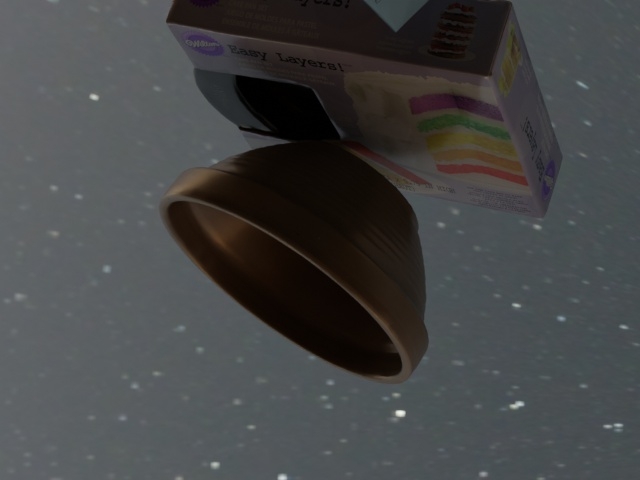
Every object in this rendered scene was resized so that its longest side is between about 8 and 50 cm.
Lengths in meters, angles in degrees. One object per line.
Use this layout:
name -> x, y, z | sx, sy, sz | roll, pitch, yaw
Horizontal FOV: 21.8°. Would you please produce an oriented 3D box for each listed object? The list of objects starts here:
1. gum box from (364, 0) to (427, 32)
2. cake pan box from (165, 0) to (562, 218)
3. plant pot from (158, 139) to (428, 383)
gum box -> 0.066, -0.243, 1.048 | 0.184, 0.157, 0.041 | -44, -132, 8
cake pan box -> 0.036, -0.115, 1.263 | 0.266, 0.246, 0.070 | 13, -111, 20
plant pot -> 0.000, 0.000, 1.292 | 0.237, 0.237, 0.110 | 28, -109, 28
